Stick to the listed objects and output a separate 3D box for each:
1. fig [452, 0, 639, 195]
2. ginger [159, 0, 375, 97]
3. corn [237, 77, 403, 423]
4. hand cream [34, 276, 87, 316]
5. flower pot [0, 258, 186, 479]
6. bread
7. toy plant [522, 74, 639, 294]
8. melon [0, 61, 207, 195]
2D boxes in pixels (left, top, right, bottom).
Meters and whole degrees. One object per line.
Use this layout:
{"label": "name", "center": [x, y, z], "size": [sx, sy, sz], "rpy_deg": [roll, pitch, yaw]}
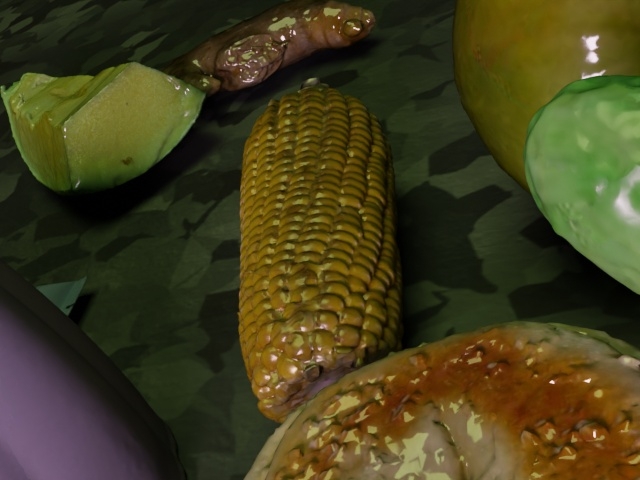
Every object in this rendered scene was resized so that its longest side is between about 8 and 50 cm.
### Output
{"label": "fig", "center": [0.236, -0.153, 0.820], "size": [0.316, 0.316, 0.316], "rpy_deg": [-18, 32, 12]}
{"label": "ginger", "center": [-0.092, -0.238, 1.351], "size": [0.333, 0.080, 0.166], "rpy_deg": [-17, 21, 8]}
{"label": "corn", "center": [0.000, 0.000, 0.886], "size": [0.144, 0.144, 0.387], "rpy_deg": [-18, 37, 12]}
{"label": "hand cream", "center": [-0.367, 0.087, 1.096], "size": [0.271, 0.058, 0.091], "rpy_deg": [-10, 32, 18]}
{"label": "flower pot", "center": [-0.257, 0.137, 0.766], "size": [0.265, 0.243, 0.265], "rpy_deg": [-16, 32, 10]}
{"label": "bread", "center": [0.088, 0.177, 0.535], "size": [0.305, 0.159, 0.305], "rpy_deg": [-14, 32, 9]}
{"label": "toy plant", "center": [0.289, 0.052, 0.443], "size": [0.356, 0.210, 0.317], "rpy_deg": [1, 56, -30]}
{"label": "melon", "center": [-0.289, -0.148, 1.321], "size": [0.196, 0.124, 0.323], "rpy_deg": [-38, 28, -22]}
